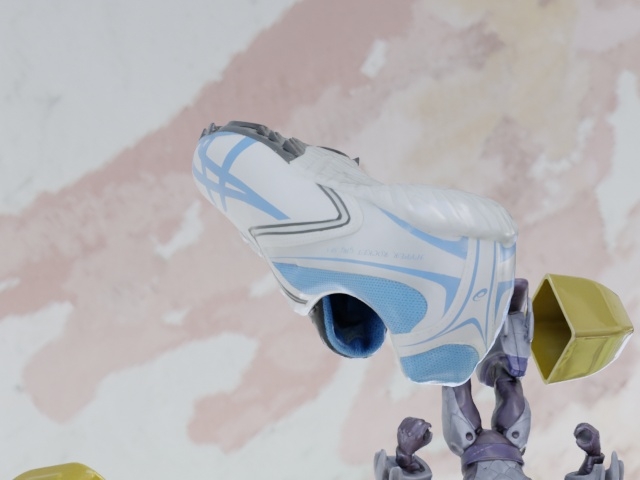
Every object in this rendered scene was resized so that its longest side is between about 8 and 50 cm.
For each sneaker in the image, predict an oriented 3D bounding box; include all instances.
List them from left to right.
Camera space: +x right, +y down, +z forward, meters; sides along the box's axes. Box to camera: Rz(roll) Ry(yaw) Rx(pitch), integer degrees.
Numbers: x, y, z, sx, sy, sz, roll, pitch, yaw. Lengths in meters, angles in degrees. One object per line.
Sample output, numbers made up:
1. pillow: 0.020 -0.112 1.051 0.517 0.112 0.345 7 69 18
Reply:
1. sneaker: 0.000 0.000 0.708 0.085 0.237 0.086 15 -84 -30

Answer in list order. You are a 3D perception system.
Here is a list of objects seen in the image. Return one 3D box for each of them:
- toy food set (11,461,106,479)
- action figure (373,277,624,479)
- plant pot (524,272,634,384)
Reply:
1. toy food set: -0.253 0.276 1.435 0.071 0.218 0.128 40 -126 -33
2. action figure: 0.127 0.149 1.204 0.185 0.285 0.099 8 -42 -15
3. plant pot: 0.258 0.086 1.562 0.083 0.081 0.081 -2 -42 -21
